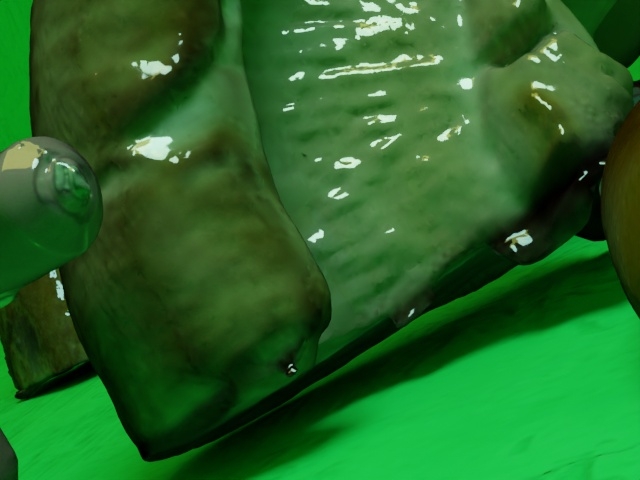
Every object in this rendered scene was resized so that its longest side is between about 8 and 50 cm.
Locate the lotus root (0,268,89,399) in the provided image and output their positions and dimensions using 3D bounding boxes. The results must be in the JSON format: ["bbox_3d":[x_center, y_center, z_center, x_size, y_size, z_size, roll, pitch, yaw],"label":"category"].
[{"bbox_3d":[-0.196,0.018,1.539,0.188,0.180,0.199,-22,3,-43],"label":"lotus root"}]

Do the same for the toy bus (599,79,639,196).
[{"bbox_3d":[0.239,-0.076,1.148,0.192,0.077,0.065,-21,5,25],"label":"toy bus"}]

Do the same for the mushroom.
[{"bbox_3d":[-0.049,-0.117,0.949,0.314,0.397,0.224,-29,-8,-12],"label":"mushroom"}]

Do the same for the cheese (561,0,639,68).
[{"bbox_3d":[0.188,-0.185,1.205,0.351,0.129,0.328,7,-60,-57],"label":"cheese"}]

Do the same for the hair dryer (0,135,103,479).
[{"bbox_3d":[-0.197,0.044,0.881,0.125,0.210,0.352,-34,6,-40],"label":"hair dryer"}]

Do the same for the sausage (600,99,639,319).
[{"bbox_3d":[0.163,-0.017,0.722,0.105,0.105,0.274,-22,4,12],"label":"sausage"}]
